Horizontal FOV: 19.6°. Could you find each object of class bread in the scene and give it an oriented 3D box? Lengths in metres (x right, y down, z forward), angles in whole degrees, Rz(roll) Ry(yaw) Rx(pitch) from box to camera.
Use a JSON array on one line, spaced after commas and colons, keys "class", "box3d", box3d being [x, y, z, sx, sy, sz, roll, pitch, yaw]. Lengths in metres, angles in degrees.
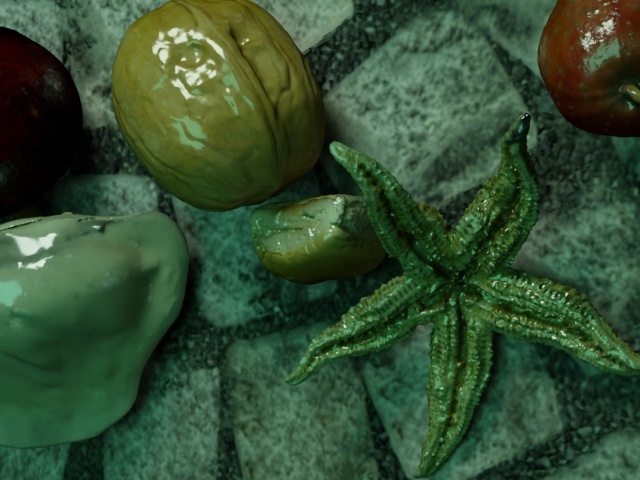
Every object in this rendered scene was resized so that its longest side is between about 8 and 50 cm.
[{"class": "bread", "box3d": [0.001, -0.001, 1.766, 0.125, 0.106, 0.082, -9, 87, 34]}]

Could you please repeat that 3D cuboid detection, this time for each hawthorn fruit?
[{"class": "hawthorn fruit", "box3d": [0.256, -0.145, 1.537, 0.162, 0.203, 0.162, 8, 123, 12]}]

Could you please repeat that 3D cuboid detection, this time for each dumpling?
[{"class": "dumpling", "box3d": [-0.280, 0.095, 1.903, 0.318, 0.187, 0.243, -15, 94, 19]}]

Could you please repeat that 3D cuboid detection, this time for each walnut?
[{"class": "walnut", "box3d": [-0.100, -0.133, 1.774, 0.193, 0.193, 0.226, -46, 56, 25]}]

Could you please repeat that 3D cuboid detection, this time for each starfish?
[{"class": "starfish", "box3d": [0.108, 0.043, 1.690, 0.358, 0.078, 0.347, -17, 112, 28]}]

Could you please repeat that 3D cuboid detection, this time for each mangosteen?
[{"class": "mangosteen", "box3d": [-0.351, -0.097, 1.952, 0.235, 0.235, 0.261, 0, 134, 33]}]
